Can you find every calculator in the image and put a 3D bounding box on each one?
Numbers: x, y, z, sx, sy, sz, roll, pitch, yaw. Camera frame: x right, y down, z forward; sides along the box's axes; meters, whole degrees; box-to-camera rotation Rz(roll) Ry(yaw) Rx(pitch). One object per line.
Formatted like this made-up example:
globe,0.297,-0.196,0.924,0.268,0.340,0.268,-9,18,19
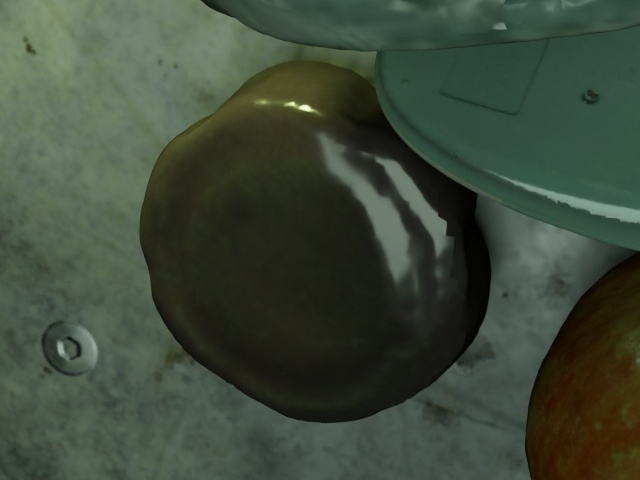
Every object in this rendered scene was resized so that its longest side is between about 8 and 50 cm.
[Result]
calculator,0.177,-0.084,0.898,0.295,0.184,0.042,19,151,12

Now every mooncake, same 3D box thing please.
mooncake,0.000,0.000,0.999,0.245,0.133,0.245,6,112,16

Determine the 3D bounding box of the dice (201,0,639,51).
dice,0.092,-0.289,0.753,0.348,0.330,0.328,-3,108,17

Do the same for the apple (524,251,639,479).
apple,0.281,0.138,0.897,0.309,0.277,0.250,34,134,29
